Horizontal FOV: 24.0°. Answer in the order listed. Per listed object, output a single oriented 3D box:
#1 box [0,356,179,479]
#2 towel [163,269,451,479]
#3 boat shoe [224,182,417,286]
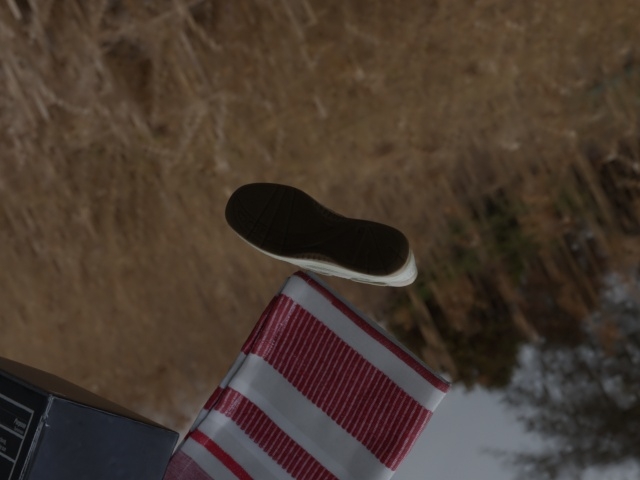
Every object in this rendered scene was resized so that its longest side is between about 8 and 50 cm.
[{"bbox_3d":[-0.338,0.290,1.626,0.182,0.294,0.296,22,176,-39],"label":"box"},{"bbox_3d":[-0.029,0.227,1.709,0.329,0.237,0.037,-57,156,11],"label":"towel"},{"bbox_3d":[0.000,0.000,2.212,0.109,0.302,0.098,-67,158,-15],"label":"boat shoe"}]
